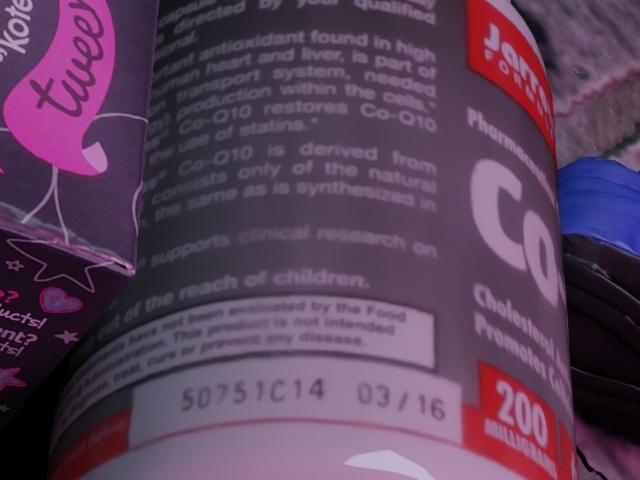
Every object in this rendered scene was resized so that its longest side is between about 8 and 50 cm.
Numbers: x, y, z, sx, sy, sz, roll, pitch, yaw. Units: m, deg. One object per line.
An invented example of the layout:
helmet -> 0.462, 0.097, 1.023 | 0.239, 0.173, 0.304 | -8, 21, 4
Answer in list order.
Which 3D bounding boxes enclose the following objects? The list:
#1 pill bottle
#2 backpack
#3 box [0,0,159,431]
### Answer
pill bottle -> 0.000, 0.000, 0.633 | 0.161, 0.161, 0.283 | 21, 48, -23
backpack -> 0.128, 0.023, 0.763 | 0.120, 0.098, 0.101 | 22, 37, -5
box -> -0.144, -0.075, 0.599 | 0.163, 0.142, 0.247 | 21, 48, -22
